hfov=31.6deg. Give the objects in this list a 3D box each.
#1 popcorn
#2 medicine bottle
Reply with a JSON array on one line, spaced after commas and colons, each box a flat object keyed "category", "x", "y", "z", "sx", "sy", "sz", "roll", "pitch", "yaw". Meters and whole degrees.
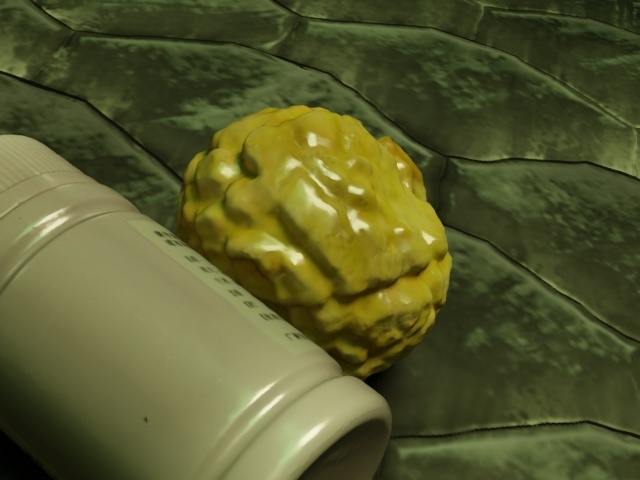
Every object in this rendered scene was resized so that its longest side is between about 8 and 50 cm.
[{"category": "popcorn", "x": 0.000, "y": 0.000, "z": 0.676, "sx": 0.180, "sy": 0.170, "sz": 0.180, "roll": 0, "pitch": 74, "yaw": -1}, {"category": "medicine bottle", "x": -0.097, "y": 0.061, "z": 0.564, "sx": 0.249, "sy": 0.133, "sz": 0.133, "roll": 35, "pitch": 39, "yaw": 22}]
